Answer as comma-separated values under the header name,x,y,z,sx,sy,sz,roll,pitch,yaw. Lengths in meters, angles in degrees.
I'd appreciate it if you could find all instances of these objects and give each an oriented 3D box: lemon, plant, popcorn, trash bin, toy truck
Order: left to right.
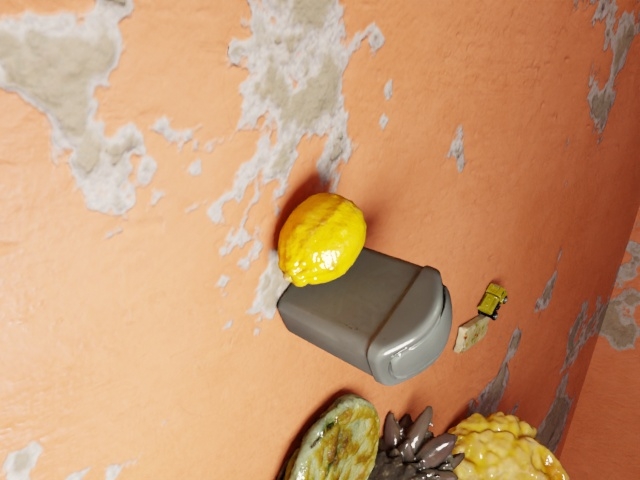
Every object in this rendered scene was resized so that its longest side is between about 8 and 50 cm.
name,x,y,z,sx,sy,sz,roll,pitch,yaw
lemon,0.000,0.000,1.042,0.155,0.114,0.114,-55,146,-21
trash bin,0.076,0.102,1.101,0.177,0.236,0.101,-52,144,-24
plant,0.176,0.505,1.543,0.321,0.181,0.194,-46,133,-32
toy truck,0.426,0.148,1.837,0.083,0.049,0.054,-56,145,-17
popcorn,0.449,0.622,1.881,0.349,0.381,0.349,-19,125,-30

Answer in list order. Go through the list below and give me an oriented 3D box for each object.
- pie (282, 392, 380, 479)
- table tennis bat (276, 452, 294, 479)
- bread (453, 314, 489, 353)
name,x,y,z,sx,sy,sz,roll,pitch,yaw
pie,0.019,0.419,1.348,0.302,0.067,0.302,-34,132,-48
table tennis bat,-0.066,0.480,1.322,0.131,0.022,0.234,22,88,-60
bread,0.374,0.227,1.826,0.153,0.028,0.068,-15,118,-55
